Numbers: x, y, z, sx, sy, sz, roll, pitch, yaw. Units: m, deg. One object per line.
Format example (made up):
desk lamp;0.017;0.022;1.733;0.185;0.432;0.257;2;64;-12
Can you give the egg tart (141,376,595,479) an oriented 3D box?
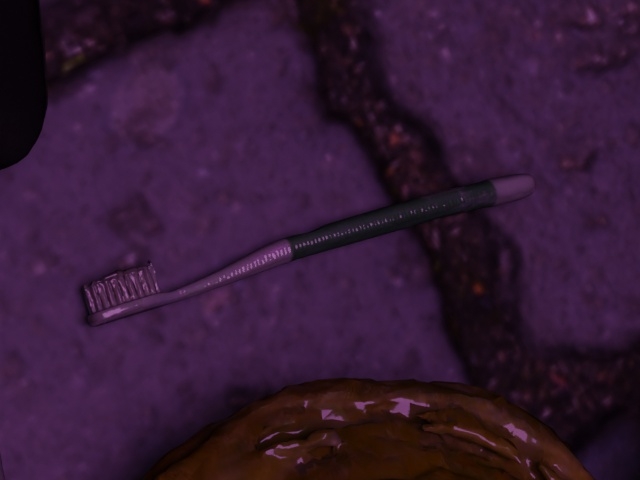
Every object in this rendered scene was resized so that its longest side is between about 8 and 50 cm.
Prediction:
egg tart;0.033;0.195;0.905;0.294;0.123;0.294;1;86;-19

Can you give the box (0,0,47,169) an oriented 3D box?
box;-0.222;-0.129;0.881;0.201;0.042;0.212;-6;87;-25

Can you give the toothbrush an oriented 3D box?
toothbrush;0.000;0.000;0.993;0.257;0.018;0.024;-15;86;-26

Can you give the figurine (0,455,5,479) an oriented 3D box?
figurine;-0.214;0.097;0.794;0.298;0.243;0.416;-14;112;-35
